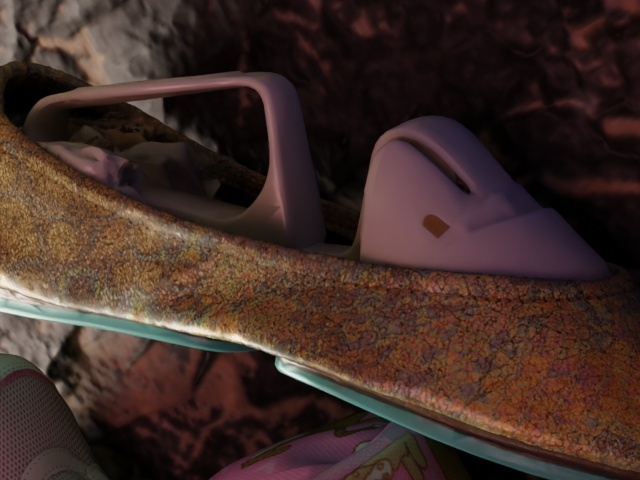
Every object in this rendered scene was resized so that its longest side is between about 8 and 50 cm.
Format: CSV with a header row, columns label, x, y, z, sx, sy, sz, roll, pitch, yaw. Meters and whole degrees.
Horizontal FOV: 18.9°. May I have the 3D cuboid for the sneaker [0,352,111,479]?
label,x,y,z,sx,sy,sz,roll,pitch,yaw
sneaker,-0.088,0.158,0.850,0.111,0.103,0.252,-16,107,34

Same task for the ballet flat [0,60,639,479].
label,x,y,z,sx,sy,sz,roll,pitch,yaw
ballet flat,0.000,0.000,0.710,0.348,0.123,0.123,14,117,29

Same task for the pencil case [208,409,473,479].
label,x,y,z,sx,sy,sz,roll,pitch,yaw
pencil case,0.061,0.248,0.744,0.386,0.167,0.160,60,171,-2
